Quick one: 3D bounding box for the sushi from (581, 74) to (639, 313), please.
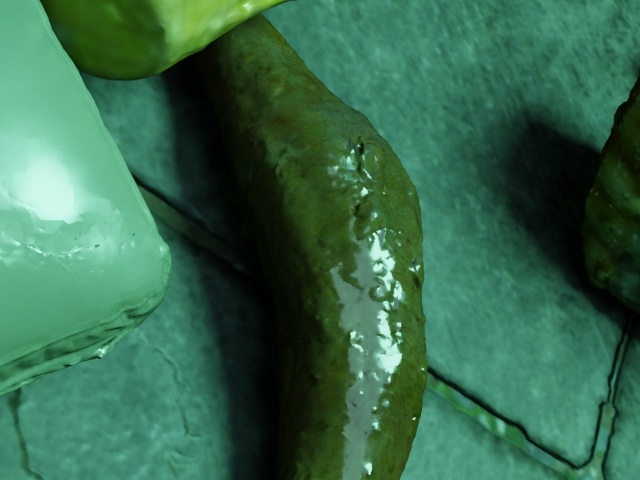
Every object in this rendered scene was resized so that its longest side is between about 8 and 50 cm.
[{"bbox_3d":[0.285,-0.057,0.751,0.184,0.274,0.139,26,44,6],"label":"sushi"}]

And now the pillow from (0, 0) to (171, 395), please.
[{"bbox_3d":[-0.243,-0.016,0.467,0.322,0.120,0.255,-26,86,-27],"label":"pillow"}]

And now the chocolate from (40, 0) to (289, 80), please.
[{"bbox_3d":[-0.014,-0.233,0.694,0.162,0.162,0.445,44,50,-8],"label":"chocolate"}]

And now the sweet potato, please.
[{"bbox_3d":[0.004,0.002,0.649,0.114,0.092,0.341,-5,70,-17],"label":"sweet potato"}]
